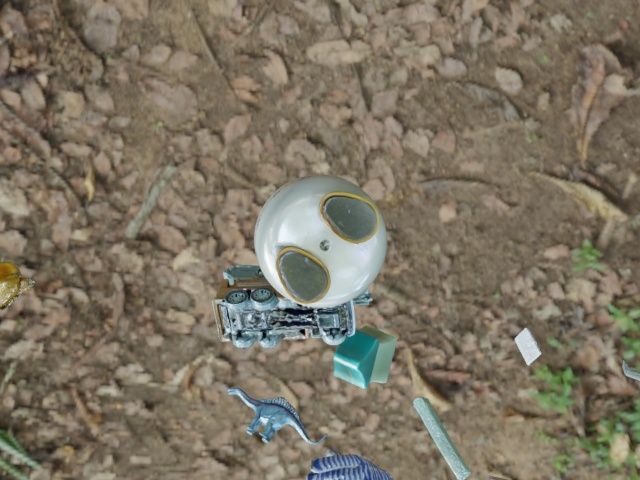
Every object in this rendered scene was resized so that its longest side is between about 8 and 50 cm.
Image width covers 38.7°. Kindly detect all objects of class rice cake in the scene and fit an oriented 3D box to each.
[{"bbox_3d":[0.314,0.512,2.378,0.042,0.245,0.045,-38,146,14],"label":"rice cake"}]

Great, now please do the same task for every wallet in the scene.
[{"bbox_3d":[0.460,0.235,2.020,0.011,0.083,0.044,25,117,-27],"label":"wallet"}]

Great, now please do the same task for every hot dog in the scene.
[{"bbox_3d":[-0.698,0.122,1.854,0.269,0.109,0.072,-22,134,17],"label":"hot dog"}]

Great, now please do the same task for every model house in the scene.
[{"bbox_3d":[0.094,0.274,2.155,0.149,0.100,0.127,0,105,-55],"label":"model house"}]

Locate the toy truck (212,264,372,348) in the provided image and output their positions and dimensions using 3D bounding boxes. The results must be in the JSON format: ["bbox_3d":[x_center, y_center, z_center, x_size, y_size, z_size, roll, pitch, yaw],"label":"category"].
[{"bbox_3d":[-0.055,0.125,2.010,0.338,0.184,0.133,-3,127,5],"label":"toy truck"}]

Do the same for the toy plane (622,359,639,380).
[{"bbox_3d":[0.580,0.196,1.390,0.251,0.255,0.101,-30,106,36],"label":"toy plane"}]

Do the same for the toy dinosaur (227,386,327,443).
[{"bbox_3d":[-0.083,0.309,1.579,0.197,0.080,0.045,23,151,18],"label":"toy dinosaur"}]

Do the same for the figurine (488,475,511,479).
[{"bbox_3d":[0.302,0.570,1.685,0.161,0.158,0.275,36,92,-27],"label":"figurine"}]

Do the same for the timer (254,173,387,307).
[{"bbox_3d":[0.000,0.000,1.597,0.233,0.240,0.233,-1,96,-6],"label":"timer"}]

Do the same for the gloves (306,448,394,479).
[{"bbox_3d":[0.075,0.430,1.585,0.229,0.119,0.097,24,109,-24],"label":"gloves"}]
